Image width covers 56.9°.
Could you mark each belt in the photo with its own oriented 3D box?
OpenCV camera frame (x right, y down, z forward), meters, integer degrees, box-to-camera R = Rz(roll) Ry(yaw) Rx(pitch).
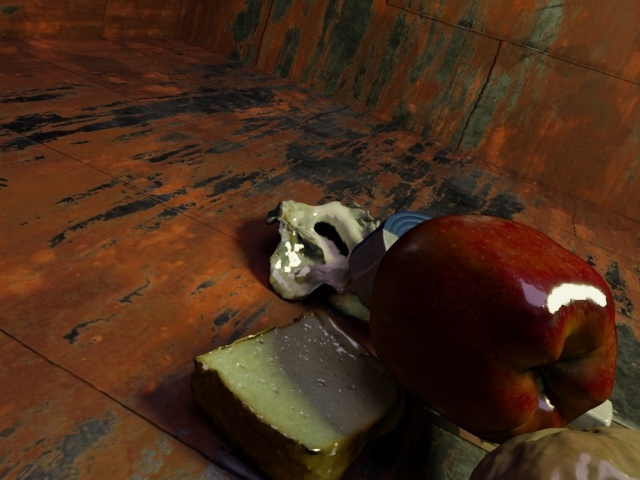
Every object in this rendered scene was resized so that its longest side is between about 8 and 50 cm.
[{"bbox_3d":[0.222,0.081,1.074,0.347,0.117,0.212,22,48,-24],"label":"belt"}]

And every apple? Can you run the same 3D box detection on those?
[{"bbox_3d":[0.212,0.106,0.767,0.288,0.288,0.317,7,15,-24],"label":"apple"}]

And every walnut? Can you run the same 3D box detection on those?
[{"bbox_3d":[0.271,0.320,0.578,0.227,0.273,0.273,-17,-4,43],"label":"walnut"}]

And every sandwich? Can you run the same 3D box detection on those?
[{"bbox_3d":[-0.018,0.204,0.793,0.226,0.087,0.251,32,28,26],"label":"sandwich"}]

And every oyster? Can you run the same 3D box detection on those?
[{"bbox_3d":[0.000,0.002,1.196,0.238,0.114,0.351,2,25,-15],"label":"oyster"}]

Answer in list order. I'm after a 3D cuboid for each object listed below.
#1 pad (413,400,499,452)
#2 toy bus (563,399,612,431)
[{"bbox_3d":[0.272,0.283,0.933,0.235,0.003,0.158,25,26,14],"label":"pad"},{"bbox_3d":[0.310,0.235,0.925,0.268,0.106,0.092,28,24,22],"label":"toy bus"}]
